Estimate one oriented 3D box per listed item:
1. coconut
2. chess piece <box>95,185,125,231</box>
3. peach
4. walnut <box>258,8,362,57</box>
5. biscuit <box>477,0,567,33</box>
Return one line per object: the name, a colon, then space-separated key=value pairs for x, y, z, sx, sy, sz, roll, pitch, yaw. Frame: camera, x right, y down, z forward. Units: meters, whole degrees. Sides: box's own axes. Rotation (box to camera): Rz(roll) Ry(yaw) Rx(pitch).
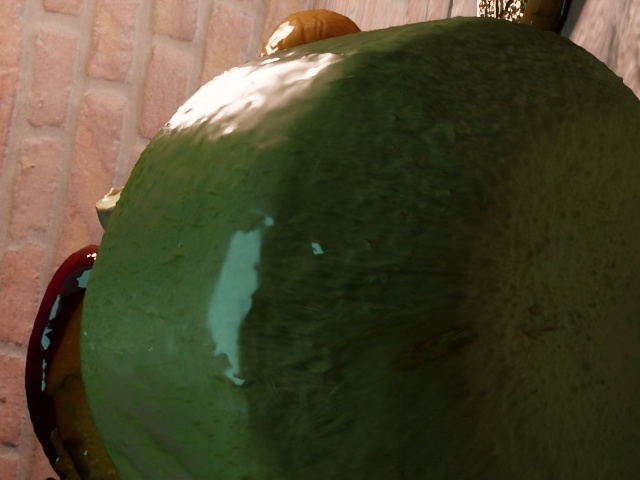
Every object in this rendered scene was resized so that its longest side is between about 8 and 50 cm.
coconut: x=0.028 y=0.040 z=0.622 sx=0.328 sy=0.281 sz=0.329 roll=31 pitch=130 yaw=46
chess piece: x=-0.139 y=0.119 z=1.662 sx=0.234 sy=0.234 sz=0.442 roll=-113 pitch=6 yaw=-78
peach: x=-0.120 y=0.179 z=1.320 sx=0.339 sy=0.353 sz=0.416 roll=-45 pitch=57 yaw=14
walnut: x=0.000 y=-0.224 z=1.663 sx=0.226 sy=0.193 sz=0.193 roll=-66 pitch=-13 yaw=-77
biscuit: x=0.157 y=-0.225 z=0.963 sx=0.172 sy=0.029 sz=0.255 roll=109 pitch=168 yaw=-51
